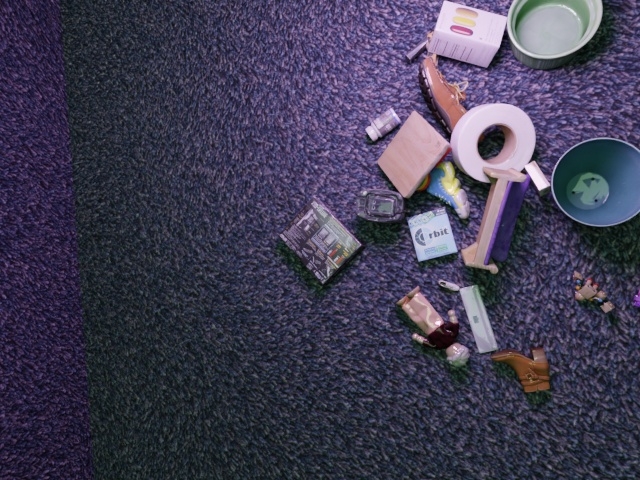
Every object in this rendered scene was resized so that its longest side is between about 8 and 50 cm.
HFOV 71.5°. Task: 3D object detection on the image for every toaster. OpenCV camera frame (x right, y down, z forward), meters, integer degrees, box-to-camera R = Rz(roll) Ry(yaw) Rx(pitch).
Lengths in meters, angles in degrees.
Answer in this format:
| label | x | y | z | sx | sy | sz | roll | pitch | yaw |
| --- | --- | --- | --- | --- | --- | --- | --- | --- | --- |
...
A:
| label | x | y | z | sx | sy | sz | roll | pitch | yaw |
| --- | --- | --- | --- | --- | --- | --- | --- | --- | --- |
| toaster | 0.259 | -0.134 | 1.800 | 0.226 | 0.146 | 0.129 | 6 | 90 | 20 |

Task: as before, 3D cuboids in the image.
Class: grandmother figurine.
| label | x | y | z | sx | sy | sz | roll | pitch | yaw |
| --- | --- | --- | --- | --- | --- | --- | --- | --- | --- |
| grandmother figurine | 0.455 | 0.342 | 1.737 | 0.342 | 0.104 | 0.208 | 52 | 131 | 12 |

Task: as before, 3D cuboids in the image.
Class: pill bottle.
| label | x | y | z | sx | sy | sz | roll | pitch | yaw |
| --- | --- | --- | --- | --- | --- | --- | --- | --- | --- |
| pill bottle | 0.260 | -0.480 | 1.856 | 0.137 | 0.078 | 0.078 | -35 | 77 | 15 |

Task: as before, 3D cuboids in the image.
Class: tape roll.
| label | x | y | z | sx | sy | sz | roll | pitch | yaw |
| --- | --- | --- | --- | --- | --- | --- | --- | --- | --- |
| tape roll | 0.634 | -0.359 | 1.646 | 0.285 | 0.100 | 0.287 | 0 | 107 | -1 |

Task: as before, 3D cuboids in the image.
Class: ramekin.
| label | x | y | z | sx | sy | sz | roll | pitch | yaw |
| --- | --- | --- | --- | --- | --- | --- | --- | --- | --- |
| ramekin | 0.843 | -0.786 | 1.631 | 0.303 | 0.148 | 0.304 | -1 | 87 | 19 |

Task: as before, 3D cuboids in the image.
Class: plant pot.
| label | x | y | z | sx | sy | sz | roll | pitch | yaw |
| --- | --- | --- | --- | --- | --- | --- | --- | --- | --- |
| plant pot | 0.945 | -0.186 | 1.536 | 0.289 | 0.195 | 0.291 | -1 | 87 | 20 |

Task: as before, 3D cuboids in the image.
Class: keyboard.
| label | x | y | z | sx | sy | sz | roll | pitch | yaw |
| --- | --- | --- | --- | --- | --- | --- | --- | --- | --- |
| keyboard | 0.613 | 0.304 | 1.725 | 0.072 | 0.014 | 0.256 | -19 | 81 | 23 |

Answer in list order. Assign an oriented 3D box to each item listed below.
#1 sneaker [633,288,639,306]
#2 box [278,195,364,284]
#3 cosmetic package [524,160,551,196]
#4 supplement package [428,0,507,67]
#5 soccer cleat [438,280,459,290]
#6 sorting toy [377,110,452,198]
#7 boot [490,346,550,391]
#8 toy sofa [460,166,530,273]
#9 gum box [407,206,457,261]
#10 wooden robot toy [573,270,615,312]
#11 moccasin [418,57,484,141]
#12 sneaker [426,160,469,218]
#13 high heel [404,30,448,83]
| label | x | y | z | sx | sy | sz | roll | pitch | yaw |
| --- | --- | --- | --- | --- | --- | --- | --- | --- | --- |
| sneaker | 1.121 | 0.185 | 1.513 | 0.104 | 0.095 | 0.237 | -14 | 83 | 26 |
| box | 0.000 | 0.000 | 1.921 | 0.307 | 0.076 | 0.242 | 46 | 101 | 16 |
| cosmetic package | 0.782 | -0.222 | 1.602 | 0.041 | 0.060 | 0.115 | -28 | 62 | 19 |
| supplement package | 0.556 | -0.784 | 1.697 | 0.243 | 0.134 | 0.139 | 17 | 79 | 5 |
| soccer cleat | 0.506 | 0.179 | 1.755 | 0.083 | 0.035 | 0.029 | 21 | 94 | 19 |
| sorting toy | 0.378 | -0.329 | 1.751 | 0.256 | 0.089 | 0.257 | -54 | 41 | 27 |
| boot | 0.739 | 0.481 | 1.640 | 0.196 | 0.073 | 0.153 | -9 | 88 | 21 |
| toy sofa | 0.640 | -0.074 | 1.598 | 0.176 | 0.150 | 0.363 | 11 | 109 | 6 |
| gum box | 0.448 | -0.023 | 1.784 | 0.156 | 0.041 | 0.185 | -16 | 82 | 18 |
| wooden robot toy | 0.956 | 0.192 | 1.594 | 0.173 | 0.076 | 0.079 | 46 | 137 | 16 |
| moccasin | 0.503 | -0.530 | 1.706 | 0.146 | 0.139 | 0.380 | -33 | 93 | 6 |
| sneaker | 0.500 | -0.186 | 1.764 | 0.126 | 0.091 | 0.240 | -23 | 80 | 35 |
| high heel | 0.491 | -0.722 | 1.789 | 0.186 | 0.093 | 0.261 | -40 | 79 | 3 |
